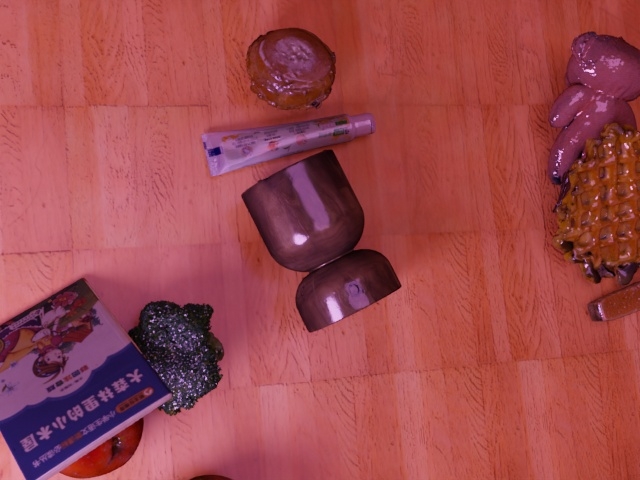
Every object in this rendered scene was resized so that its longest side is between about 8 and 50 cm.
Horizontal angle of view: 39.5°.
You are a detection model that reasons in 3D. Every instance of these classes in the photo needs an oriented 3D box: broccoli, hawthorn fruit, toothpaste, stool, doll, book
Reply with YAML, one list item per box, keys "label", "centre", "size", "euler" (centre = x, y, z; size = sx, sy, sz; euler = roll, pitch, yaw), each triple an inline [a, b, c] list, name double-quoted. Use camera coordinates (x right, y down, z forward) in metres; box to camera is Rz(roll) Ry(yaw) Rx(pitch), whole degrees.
- label: "broccoli"
  centre: [-0.228, 0.185, 1.421]
  size: [0.156, 0.195, 0.196]
  euler: [20, 71, -51]
- label: "hawthorn fruit"
  centre: [-0.351, 0.278, 1.359]
  size: [0.172, 0.173, 0.173]
  euler: [3, 80, -16]
- label: "toothpaste"
  centre: [-0.052, -0.182, 1.594]
  size: [0.314, 0.058, 0.056]
  euler: [-12, 128, -14]
- label: "stool"
  centre: [0.000, 0.000, 1.509]
  size: [0.179, 0.179, 0.264]
  euler: [-26, 88, -19]
- label: "doll"
  centre: [0.523, -0.255, 1.750]
  size: [0.201, 0.156, 0.303]
  euler: [15, 105, -22]
- label: "book"
  centre: [-0.388, 0.195, 1.328]
  size: [0.228, 0.322, 0.018]
  euler: [-33, 135, -19]

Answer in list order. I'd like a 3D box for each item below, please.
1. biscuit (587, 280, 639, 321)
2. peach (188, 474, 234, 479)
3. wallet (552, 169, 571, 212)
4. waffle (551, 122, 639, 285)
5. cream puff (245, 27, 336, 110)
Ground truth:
- label: "biscuit"
  centre: [0.605, 0.111, 1.732]
  size: [0.187, 0.056, 0.052]
  euler: [-17, 89, -20]
- label: "peach"
  centre: [-0.199, 0.473, 1.354]
  size: [0.235, 0.214, 0.214]
  euler: [-12, 84, -11]
- label: "wallet"
  centre: [0.544, -0.085, 1.738]
  size: [0.176, 0.026, 0.095]
  euler: [9, 110, -19]
- label: "waffle"
  centre: [0.569, -0.067, 1.700]
  size: [0.329, 0.062, 0.329]
  euler: [-7, 111, -18]
- label: "cream puff"
  centre: [-0.054, -0.298, 1.579]
  size: [0.165, 0.115, 0.150]
  euler: [45, 64, 5]
